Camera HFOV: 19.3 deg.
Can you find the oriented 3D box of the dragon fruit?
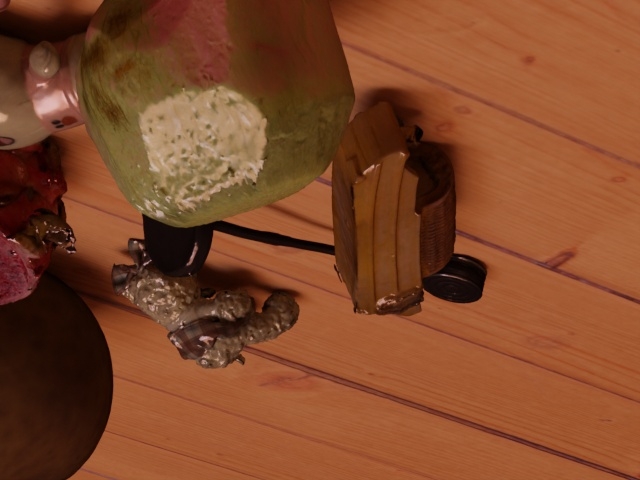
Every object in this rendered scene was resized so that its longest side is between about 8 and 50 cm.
[{"bbox_3d":[-0.345,-0.036,1.899,0.282,0.147,0.211,-8,142,30],"label":"dragon fruit"}]

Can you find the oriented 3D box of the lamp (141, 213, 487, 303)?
[{"bbox_3d":[-0.007,0.033,1.933,0.371,0.108,0.130,22,150,-26],"label":"lamp"}]

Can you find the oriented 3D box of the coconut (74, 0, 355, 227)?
[{"bbox_3d":[-0.085,-0.136,1.466,0.205,0.236,0.236,-20,167,-22],"label":"coconut"}]

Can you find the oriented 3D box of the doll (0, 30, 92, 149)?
[{"bbox_3d":[-0.262,-0.135,1.666,0.275,0.113,0.155,8,167,22],"label":"doll"}]

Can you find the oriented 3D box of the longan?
[{"bbox_3d":[-0.390,0.166,2.160,0.319,0.318,0.319,8,157,4],"label":"longan"}]

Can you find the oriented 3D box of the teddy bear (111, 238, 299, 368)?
[{"bbox_3d":[-0.140,0.088,2.115,0.213,0.111,0.133,22,150,-30],"label":"teddy bear"}]

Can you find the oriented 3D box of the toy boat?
[{"bbox_3d":[0.073,-0.025,1.776,0.115,0.089,0.310,-16,148,-8],"label":"toy boat"}]

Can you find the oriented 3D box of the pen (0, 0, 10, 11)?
[{"bbox_3d":[-0.312,-0.204,1.610,0.053,0.032,0.197,29,152,-36],"label":"pen"}]
